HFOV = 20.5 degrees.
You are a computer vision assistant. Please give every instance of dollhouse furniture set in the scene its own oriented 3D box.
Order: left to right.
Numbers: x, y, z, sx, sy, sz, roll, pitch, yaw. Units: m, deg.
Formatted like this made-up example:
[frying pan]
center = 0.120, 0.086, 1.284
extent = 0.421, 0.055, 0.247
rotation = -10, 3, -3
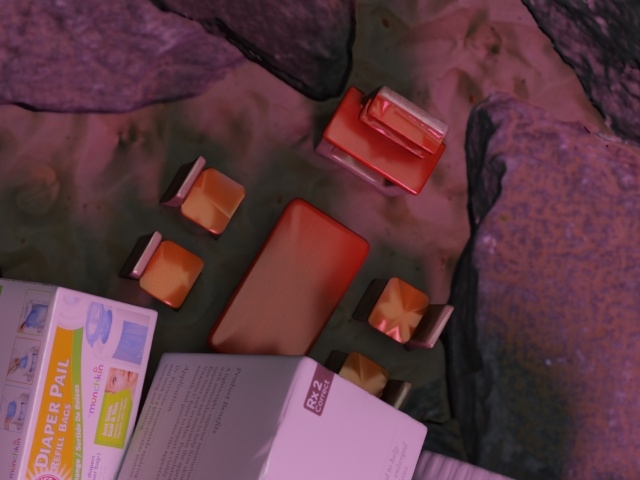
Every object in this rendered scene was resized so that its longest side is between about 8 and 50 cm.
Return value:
[dollhouse furniture set]
center = 0.000, 0.000, 1.514
extent = 0.262, 0.135, 0.259
rotation = 31, 80, -8

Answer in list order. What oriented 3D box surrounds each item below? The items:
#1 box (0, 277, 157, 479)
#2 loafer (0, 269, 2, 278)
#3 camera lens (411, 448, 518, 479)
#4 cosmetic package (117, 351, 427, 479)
[box]
center = -0.225, 0.141, 1.449
extent = 0.114, 0.103, 0.203
rotation = 17, 81, -46
[loafer]
center = -0.299, 0.089, 1.479
extent = 0.062, 0.061, 0.170
rotation = 10, 83, -10
[camera lens]
center = 0.110, 0.330, 1.469
extent = 0.219, 0.219, 0.274
rotation = 22, 81, -10
[cosmetic package]
center = -0.044, 0.186, 1.427
extent = 0.151, 0.184, 0.151
rotation = 32, 68, -37
